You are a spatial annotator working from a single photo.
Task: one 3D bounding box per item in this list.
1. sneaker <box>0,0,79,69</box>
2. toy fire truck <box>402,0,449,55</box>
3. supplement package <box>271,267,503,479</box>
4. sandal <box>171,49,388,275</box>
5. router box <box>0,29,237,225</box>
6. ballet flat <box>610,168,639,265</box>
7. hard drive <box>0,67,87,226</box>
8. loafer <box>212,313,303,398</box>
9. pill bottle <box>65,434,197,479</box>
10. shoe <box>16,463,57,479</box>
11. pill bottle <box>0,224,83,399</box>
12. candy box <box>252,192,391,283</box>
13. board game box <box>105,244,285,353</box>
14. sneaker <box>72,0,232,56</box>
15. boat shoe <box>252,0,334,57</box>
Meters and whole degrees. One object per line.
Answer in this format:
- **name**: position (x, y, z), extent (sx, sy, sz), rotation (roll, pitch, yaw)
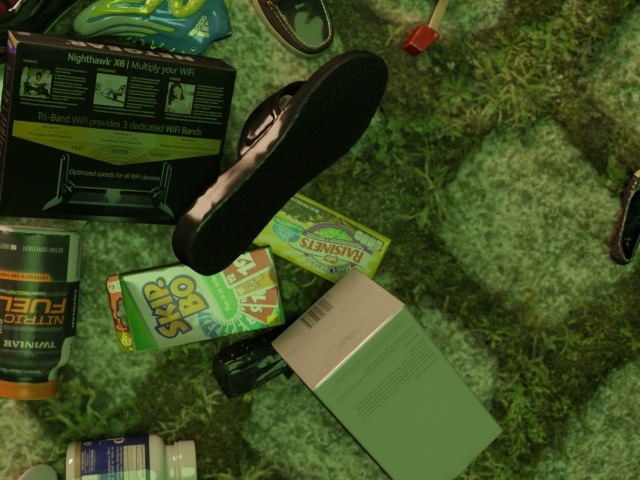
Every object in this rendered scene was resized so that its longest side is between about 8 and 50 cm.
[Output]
- **sneaker**: position (-0.361, -0.429, 1.286), extent (0.185, 0.202, 0.483), rotation (36, 75, -9)
- **toy fire truck**: position (0.163, -0.408, 1.478), extent (0.135, 0.047, 0.192), rotation (37, 84, -10)
- **supplement package**: position (0.099, 0.220, 1.385), extent (0.177, 0.175, 0.293), rotation (-42, 117, -7)
- **sandal**: position (-0.069, -0.143, 1.386), extent (0.107, 0.168, 0.446), rotation (34, 70, 29)
- **router box**: position (-0.291, -0.150, 1.309), extent (0.308, 0.081, 0.243), rotation (3, 111, -28)
- **ballet flat**: position (0.533, -0.040, 1.559), extent (0.057, 0.049, 0.173), rotation (16, 89, -12)
- **hard drive**: position (-0.430, -0.187, 1.378), extent (0.307, 0.040, 0.203), rotation (32, 86, -10)
- **loafer**: position (-0.058, 0.177, 1.449), extent (0.223, 0.076, 0.078), rotation (-22, 115, -13)
- **pill bottle**: position (-0.281, 0.349, 1.389), extent (0.186, 0.112, 0.112), rotation (-2, 92, -11)
- **shoe**: position (-0.463, 0.416, 1.384), extent (0.063, 0.081, 0.178), rotation (40, 55, -21)
- **pill bottle**: position (-0.418, 0.104, 1.345), extent (0.130, 0.130, 0.246), rotation (4, 92, -11)
- **candy box**: position (0.000, 0.000, 1.472), extent (0.205, 0.027, 0.105), rotation (26, 91, -10)
- **board game box**: position (-0.192, 0.092, 1.427), extent (0.259, 0.039, 0.124), rotation (-11, 97, -3)
- **sneaker**: position (-0.239, -0.315, 1.384), extent (0.240, 0.091, 0.126), rotation (-20, 96, -10)
- **boat shoe**: position (-0.064, -0.413, 1.411), extent (0.102, 0.092, 0.285), rotation (-27, 97, -9)
